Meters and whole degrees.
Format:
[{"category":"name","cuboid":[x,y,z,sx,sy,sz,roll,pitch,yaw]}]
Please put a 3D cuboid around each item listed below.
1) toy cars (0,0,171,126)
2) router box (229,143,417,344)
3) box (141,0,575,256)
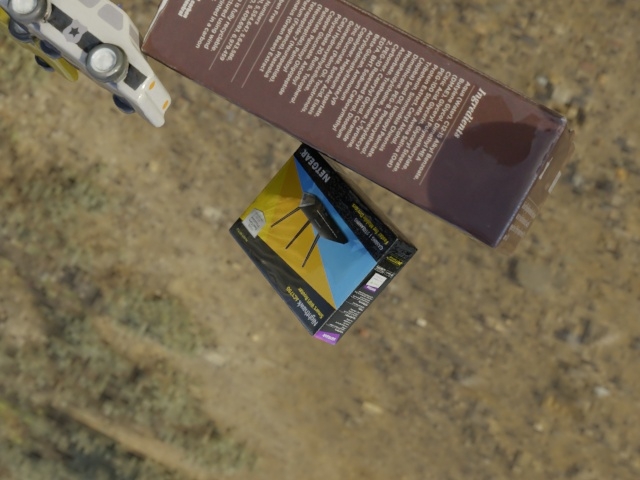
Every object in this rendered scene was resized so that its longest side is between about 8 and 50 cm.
[{"category":"toy cars","cuboid":[-0.258,-0.224,1.350,0.176,0.087,0.393,42,173,-36]},{"category":"router box","cuboid":[0.000,0.000,1.419,0.046,0.133,0.179,27,-163,-50]},{"category":"box","cuboid":[0.042,-0.135,1.303,0.381,0.143,0.191,29,-177,13]}]
